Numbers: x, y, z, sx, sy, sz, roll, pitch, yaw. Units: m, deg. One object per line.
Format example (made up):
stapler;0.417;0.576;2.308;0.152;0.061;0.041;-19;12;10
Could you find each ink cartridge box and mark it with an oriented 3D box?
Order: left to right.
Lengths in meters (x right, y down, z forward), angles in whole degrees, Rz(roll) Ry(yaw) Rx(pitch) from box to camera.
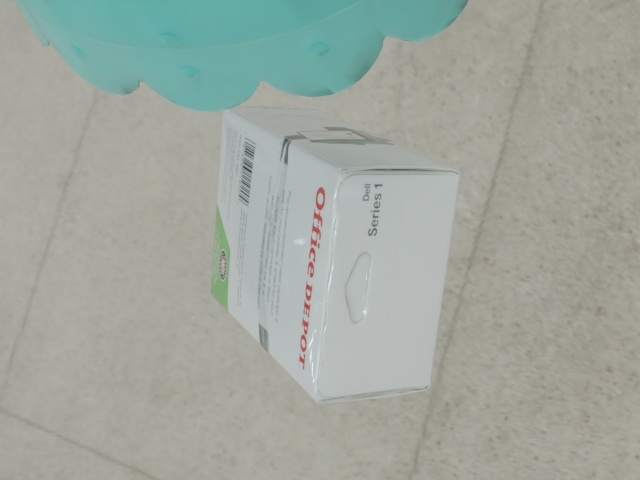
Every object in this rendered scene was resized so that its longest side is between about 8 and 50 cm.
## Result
ink cartridge box;0.000;0.000;0.757;0.219;0.093;0.160;-144;57;-59

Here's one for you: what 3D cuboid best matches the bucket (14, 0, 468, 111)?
bucket;-0.054;-0.214;0.455;0.281;0.183;0.281;-6;65;12
